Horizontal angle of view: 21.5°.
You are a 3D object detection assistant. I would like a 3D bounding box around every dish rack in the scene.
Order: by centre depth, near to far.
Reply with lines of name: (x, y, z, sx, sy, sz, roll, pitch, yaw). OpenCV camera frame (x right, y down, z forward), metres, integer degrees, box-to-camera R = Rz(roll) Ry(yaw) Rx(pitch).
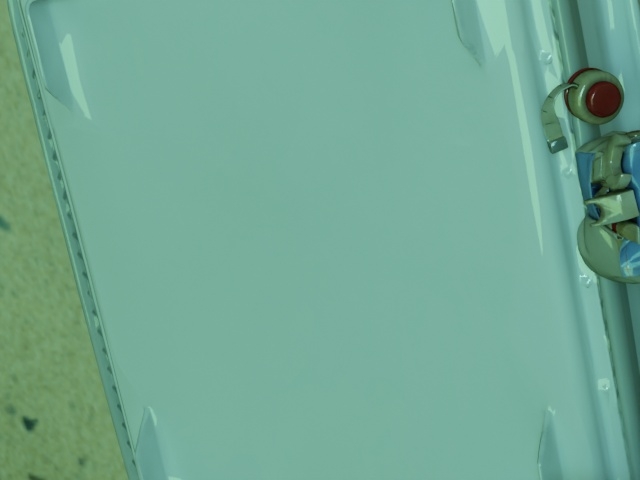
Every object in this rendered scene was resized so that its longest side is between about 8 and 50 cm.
dish rack: (0.000, 0.000, 0.699, 0.285, 0.072, 0.333, -3, 107, 32)

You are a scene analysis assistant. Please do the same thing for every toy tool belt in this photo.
toy tool belt: (0.114, -0.020, 0.596, 0.051, 0.052, 0.083, -145, 34, -70)
